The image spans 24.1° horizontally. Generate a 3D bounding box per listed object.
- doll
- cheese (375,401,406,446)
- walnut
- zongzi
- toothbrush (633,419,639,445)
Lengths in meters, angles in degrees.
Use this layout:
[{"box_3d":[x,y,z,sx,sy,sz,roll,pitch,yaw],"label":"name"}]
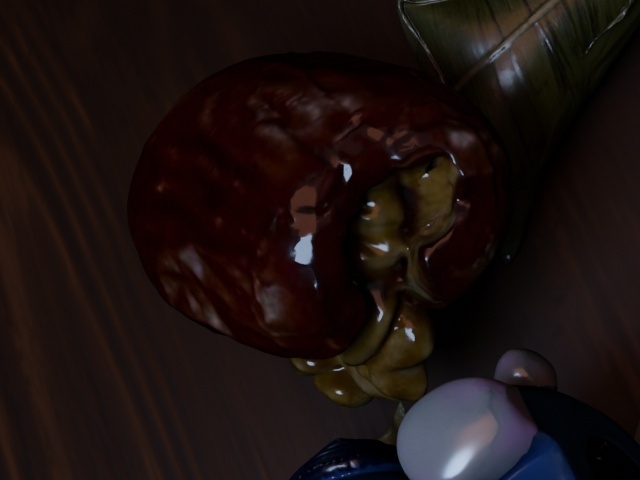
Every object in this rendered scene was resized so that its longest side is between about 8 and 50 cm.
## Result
[{"box_3d":[0.072,0.233,0.901,0.310,0.240,0.284,-42,54,25],"label":"doll"},{"box_3d":[0.052,0.159,1.052,0.060,0.041,0.084,48,113,32],"label":"cheese"},{"box_3d":[0.000,0.000,0.995,0.269,0.222,0.244,-154,59,-65],"label":"walnut"},{"box_3d":[0.180,-0.111,1.041,0.205,0.094,0.204,-22,80,15],"label":"zongzi"},{"box_3d":[0.286,-0.030,1.008,0.040,0.040,0.386,21,89,26],"label":"toothbrush"}]
